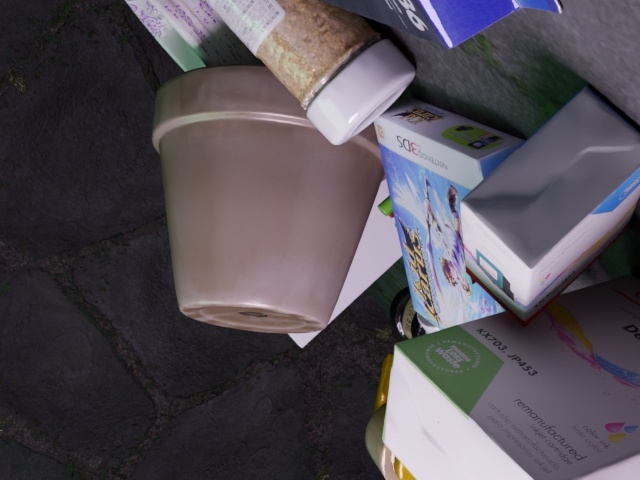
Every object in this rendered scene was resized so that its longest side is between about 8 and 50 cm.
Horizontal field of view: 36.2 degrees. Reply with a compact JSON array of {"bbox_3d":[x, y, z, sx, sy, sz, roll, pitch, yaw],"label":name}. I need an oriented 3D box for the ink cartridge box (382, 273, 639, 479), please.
[{"bbox_3d":[0.259,0.144,0.868,0.207,0.353,0.119,42,137,48],"label":"ink cartridge box"}]

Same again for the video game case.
[{"bbox_3d":[0.155,-0.003,1.072,0.244,0.061,0.269,-140,32,-62],"label":"video game case"}]

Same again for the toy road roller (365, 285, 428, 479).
[{"bbox_3d":[0.223,0.233,1.535,0.240,0.329,0.202,13,-177,-9],"label":"toy road roller"}]

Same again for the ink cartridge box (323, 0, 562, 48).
[{"bbox_3d":[0.037,-0.247,0.764,0.165,0.065,0.332,52,173,-31],"label":"ink cartridge box"}]

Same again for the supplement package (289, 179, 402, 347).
[{"bbox_3d":[0.000,0.000,1.634,0.177,0.293,0.175,50,174,-20],"label":"supplement package"}]

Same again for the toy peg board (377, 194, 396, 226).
[{"bbox_3d":[0.153,-0.019,1.416,0.161,0.079,0.160,48,175,13],"label":"toy peg board"}]

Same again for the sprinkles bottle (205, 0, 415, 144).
[{"bbox_3d":[-0.057,-0.269,1.048,0.355,0.121,0.121,48,175,3],"label":"sprinkles bottle"}]

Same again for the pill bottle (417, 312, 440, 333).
[{"bbox_3d":[0.273,0.184,1.348,0.323,0.181,0.181,51,174,-23],"label":"pill bottle"}]

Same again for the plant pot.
[{"bbox_3d":[-0.073,-0.034,1.260,0.323,0.280,0.323,7,165,2],"label":"plant pot"}]

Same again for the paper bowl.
[{"bbox_3d":[-0.148,-0.314,1.339,0.284,0.148,0.284,48,175,6],"label":"paper bowl"}]

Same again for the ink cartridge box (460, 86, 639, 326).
[{"bbox_3d":[0.191,-0.012,0.813,0.078,0.134,0.231,46,175,20],"label":"ink cartridge box"}]
